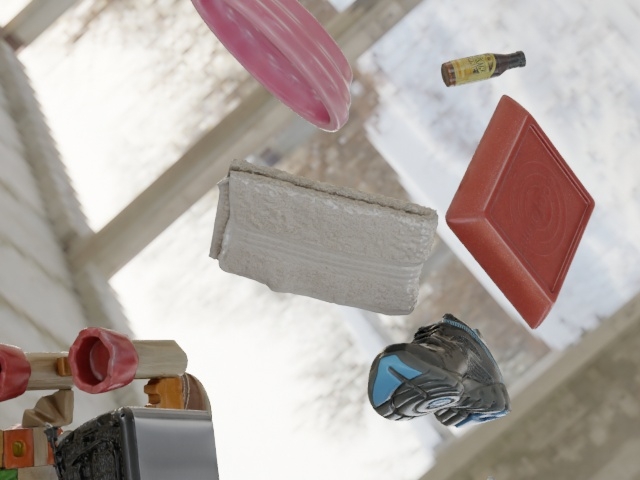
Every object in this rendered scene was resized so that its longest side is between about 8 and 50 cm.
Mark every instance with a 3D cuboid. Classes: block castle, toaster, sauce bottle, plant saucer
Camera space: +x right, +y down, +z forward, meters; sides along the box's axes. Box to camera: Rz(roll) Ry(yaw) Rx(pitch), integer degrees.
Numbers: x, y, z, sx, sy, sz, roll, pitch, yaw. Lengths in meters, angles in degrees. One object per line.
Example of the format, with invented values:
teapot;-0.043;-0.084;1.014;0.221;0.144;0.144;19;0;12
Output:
block castle;-0.334;0.348;2.025;0.213;0.303;0.453;3;-99;-51
toaster;-0.188;0.253;1.538;0.110;0.168;0.186;5;-112;-35
sauce bottle;0.247;-0.263;2.325;0.042;0.128;0.042;165;90;-78
plant saucer;-0.067;-0.313;2.408;0.332;0.084;0.332;43;172;8
plant saucer;0.311;-0.044;2.274;0.048;0.258;0.259;-7;134;43

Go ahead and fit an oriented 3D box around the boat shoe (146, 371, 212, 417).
boat shoe;-0.246;0.320;2.225;0.116;0.123;0.324;43;-137;-36

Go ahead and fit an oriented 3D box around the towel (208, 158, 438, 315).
towel;0.000;0.000;1.960;0.282;0.187;0.049;13;-133;1

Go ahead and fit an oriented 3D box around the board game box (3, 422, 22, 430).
board game box;-0.557;0.446;2.421;0.347;0.056;0.208;-29;-74;-53

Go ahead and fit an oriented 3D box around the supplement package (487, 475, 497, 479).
supplement package;0.273;0.477;2.126;0.203;0.194;0.149;27;154;29

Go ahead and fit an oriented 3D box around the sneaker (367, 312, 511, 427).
sneaker;0.148;0.171;2.096;0.341;0.125;0.140;26;-132;-62
